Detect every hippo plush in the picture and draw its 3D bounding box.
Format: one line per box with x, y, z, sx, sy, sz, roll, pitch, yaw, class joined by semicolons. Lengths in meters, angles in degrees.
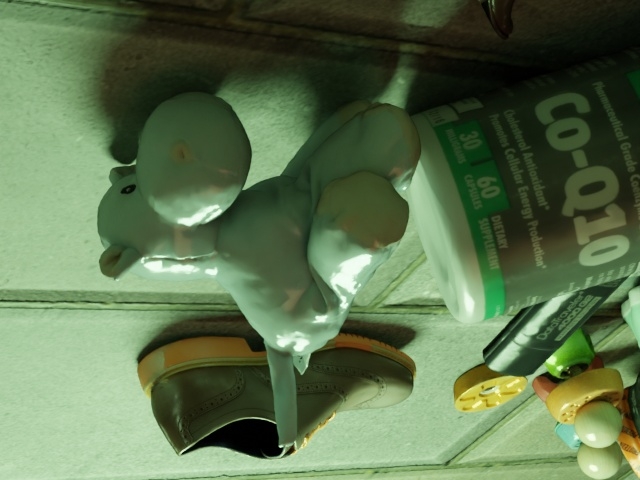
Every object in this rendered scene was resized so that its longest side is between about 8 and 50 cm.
-0.069;-0.029;1.458;0.236;0.234;0.294;21;125;-9;hippo plush

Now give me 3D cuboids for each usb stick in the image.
0.273;0.074;1.888;0.077;0.045;0.278;9;144;-21;usb stick

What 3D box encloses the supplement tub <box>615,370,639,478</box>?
0.574;0.205;2.238;0.338;0.207;0.207;-32;150;26;supplement tub

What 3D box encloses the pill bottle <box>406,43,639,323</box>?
0.268;-0.068;1.539;0.361;0.204;0.204;-18;153;-4;pill bottle

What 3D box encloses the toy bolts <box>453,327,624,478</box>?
0.309;0.234;2.173;0.218;0.158;0.228;-27;152;15;toy bolts

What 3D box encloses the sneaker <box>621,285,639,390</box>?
0.428;0.139;2.046;0.094;0.151;0.256;-13;169;13;sneaker

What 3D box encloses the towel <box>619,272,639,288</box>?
0.381;-0.026;1.853;0.312;0.056;0.324;-9;152;-19;towel

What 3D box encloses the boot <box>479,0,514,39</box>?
0.186;-0.222;1.390;0.114;0.037;0.106;-28;154;8;boot

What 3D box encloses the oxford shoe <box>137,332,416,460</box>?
-0.034;0.191;1.900;0.363;0.133;0.130;0;147;-33;oxford shoe
